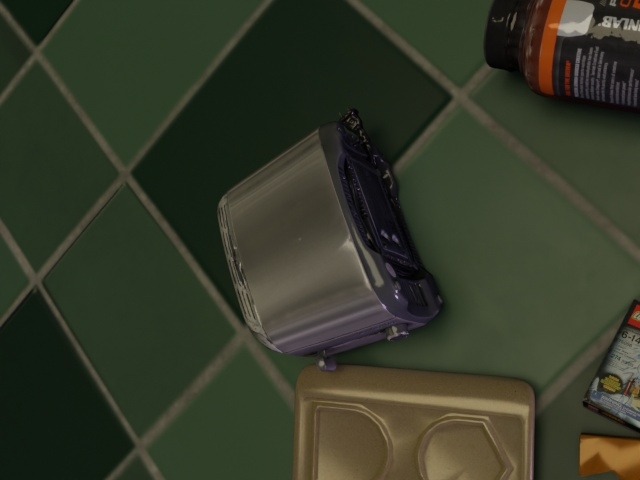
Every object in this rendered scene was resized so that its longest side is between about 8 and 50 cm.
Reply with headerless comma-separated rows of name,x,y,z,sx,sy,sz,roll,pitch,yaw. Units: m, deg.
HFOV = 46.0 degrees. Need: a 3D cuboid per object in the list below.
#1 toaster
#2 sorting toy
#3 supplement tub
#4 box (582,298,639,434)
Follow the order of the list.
toaster,0.000,0.000,0.686,0.146,0.129,0.227,-28,67,22
sorting toy,0.120,0.228,0.638,0.307,0.041,0.229,1,84,21
supplement tub,0.236,-0.159,0.607,0.197,0.106,0.106,17,89,28
box,0.282,0.114,0.566,0.137,0.027,0.094,25,76,28
